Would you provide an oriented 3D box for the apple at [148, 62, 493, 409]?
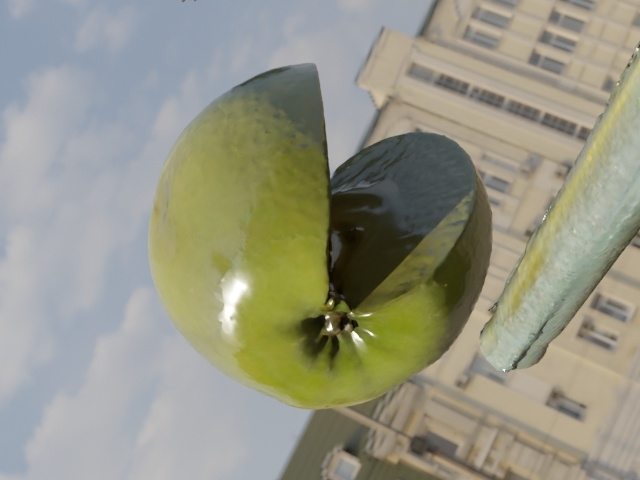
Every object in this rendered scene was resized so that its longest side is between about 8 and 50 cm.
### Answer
[{"bbox_3d":[0.000,0.000,0.932,0.254,0.292,0.292,-99,17,-55],"label":"apple"}]

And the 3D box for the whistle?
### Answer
[{"bbox_3d":[0.176,-0.012,0.708,0.326,0.057,0.068,109,161,-55],"label":"whistle"}]
